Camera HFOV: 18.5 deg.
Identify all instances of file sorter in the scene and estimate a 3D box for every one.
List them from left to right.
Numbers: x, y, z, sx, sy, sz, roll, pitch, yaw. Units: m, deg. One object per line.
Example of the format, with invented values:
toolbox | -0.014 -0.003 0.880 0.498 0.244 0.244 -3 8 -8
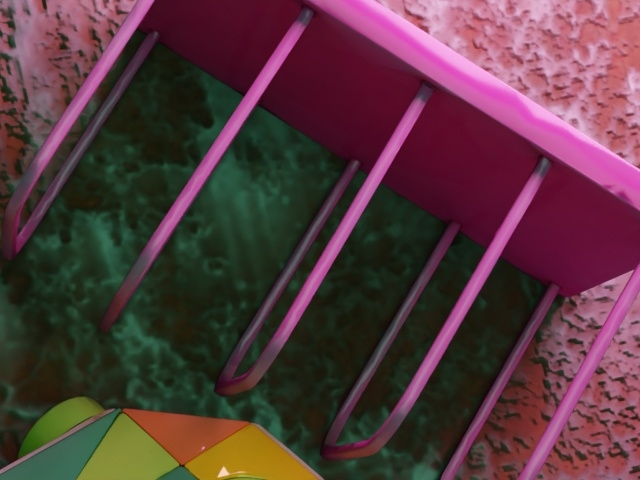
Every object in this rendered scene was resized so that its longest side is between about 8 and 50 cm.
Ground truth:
file sorter | 0.000 0.000 1.003 0.290 0.202 0.182 32 77 -4

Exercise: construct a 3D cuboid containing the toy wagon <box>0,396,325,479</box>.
toy wagon | -0.115 0.207 0.911 0.344 0.068 0.267 -28 53 -38
